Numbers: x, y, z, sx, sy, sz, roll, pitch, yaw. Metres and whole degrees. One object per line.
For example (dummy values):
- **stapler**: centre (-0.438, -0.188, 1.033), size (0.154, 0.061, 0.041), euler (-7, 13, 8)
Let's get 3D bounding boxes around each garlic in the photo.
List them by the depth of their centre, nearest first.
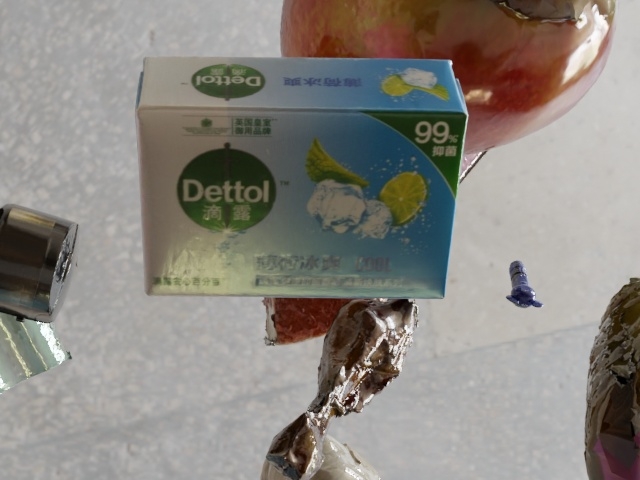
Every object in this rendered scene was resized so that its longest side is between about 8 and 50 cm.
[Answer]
- **garlic**: centre (-0.014, 0.361, 1.778), size (0.178, 0.229, 0.143), euler (-45, 133, -13)

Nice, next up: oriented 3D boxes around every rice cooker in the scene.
- **rice cooker**: centre (-0.300, 0.024, 1.236), size (0.106, 0.165, 0.112), euler (18, 74, -18)

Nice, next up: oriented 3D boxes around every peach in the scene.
- **peach**: centre (0.134, -0.246, 1.316), size (0.370, 0.370, 0.370), euler (4, 81, -28)

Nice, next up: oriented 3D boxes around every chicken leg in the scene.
- **chicken leg**: centre (0.018, 0.152, 1.304), size (0.304, 0.093, 0.113), euler (-46, 148, -54)

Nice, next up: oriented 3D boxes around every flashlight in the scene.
- **flashlight**: centre (0.299, 0.070, 1.831), size (0.057, 0.121, 0.035), euler (10, 117, -4)

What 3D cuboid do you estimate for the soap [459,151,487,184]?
- **soap**: centre (0.193, -0.208, 1.798), size (0.259, 0.081, 0.181), euler (-48, 116, -34)

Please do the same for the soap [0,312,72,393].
- **soap**: centre (-0.456, 0.034, 1.414), size (0.156, 0.261, 0.446), euler (-40, 136, -25)

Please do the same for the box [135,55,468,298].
- **box**: centre (-0.014, -0.038, 0.763), size (0.194, 0.073, 0.139), euler (0, 125, -3)

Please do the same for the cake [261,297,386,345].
- **cake**: centre (0.000, 0.000, 1.580), size (0.160, 0.158, 0.262), euler (-3, 92, -5)

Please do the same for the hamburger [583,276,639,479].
- **hamburger**: centre (0.232, 0.129, 0.834), size (0.130, 0.206, 0.183), euler (-7, 103, -1)
